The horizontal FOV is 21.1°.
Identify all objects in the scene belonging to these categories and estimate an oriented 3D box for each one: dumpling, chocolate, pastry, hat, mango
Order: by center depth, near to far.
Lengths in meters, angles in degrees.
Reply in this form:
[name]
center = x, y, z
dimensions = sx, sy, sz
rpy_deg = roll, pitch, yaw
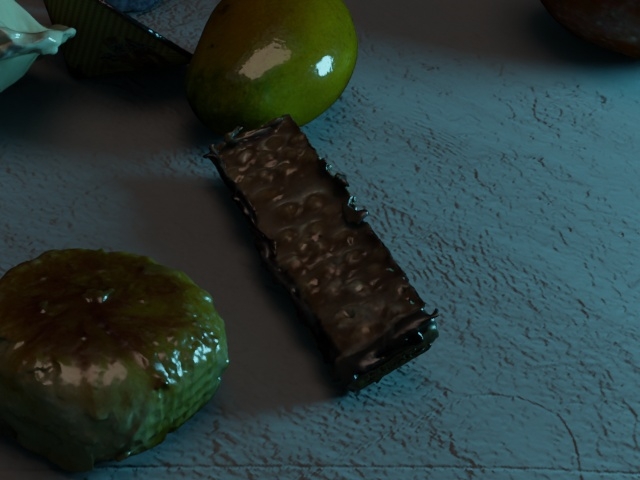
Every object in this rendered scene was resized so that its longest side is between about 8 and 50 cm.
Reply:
[pastry]
center = -0.169, 0.078, 1.289
dimensions = 0.182, 0.093, 0.192
rpy_deg = 24, 38, 23
[chocolate]
center = -0.001, 0.005, 1.453
dimensions = 0.102, 0.065, 0.329
rpy_deg = -31, 45, -1
[dumpling]
center = -0.344, -0.191, 1.590
dimensions = 0.258, 0.147, 0.193
rpy_deg = 4, 5, 15
[mango]
center = -0.044, -0.172, 1.642
dimensions = 0.151, 0.120, 0.221
rpy_deg = 6, 37, 8
[hat]
center = -0.218, -0.193, 1.671
dimensions = 0.193, 0.082, 0.193
rpy_deg = 31, 3, -2

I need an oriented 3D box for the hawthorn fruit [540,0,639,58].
[hawthorn fruit]
center = 0.362, -0.320, 1.846
dimensions = 0.284, 0.284, 0.284
rpy_deg = 7, 36, -5

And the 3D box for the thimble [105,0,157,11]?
[thimble]
center = -0.224, -0.311, 1.809
dimensions = 0.150, 0.098, 0.150
rpy_deg = 7, 36, -5
